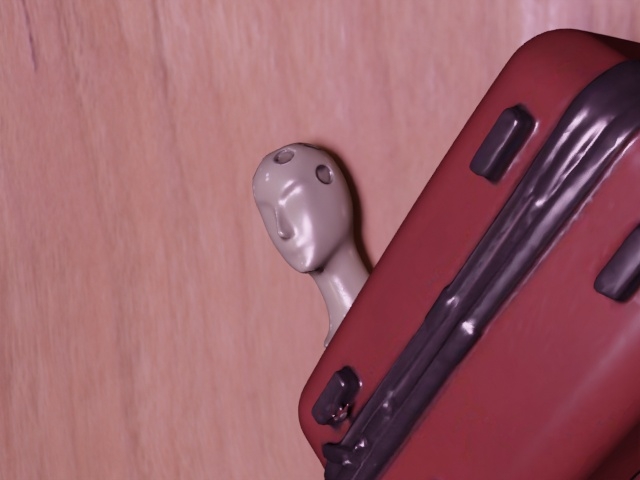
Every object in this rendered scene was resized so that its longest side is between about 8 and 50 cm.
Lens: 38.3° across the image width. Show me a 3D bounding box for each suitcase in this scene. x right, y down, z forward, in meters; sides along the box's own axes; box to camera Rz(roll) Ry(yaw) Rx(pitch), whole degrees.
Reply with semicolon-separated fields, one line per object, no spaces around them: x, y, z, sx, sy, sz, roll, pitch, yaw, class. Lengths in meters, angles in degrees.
0.145;0.043;0.513;0.161;0.236;0.297;49;125;32;suitcase

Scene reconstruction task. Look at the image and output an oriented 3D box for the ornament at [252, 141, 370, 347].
0.000;0.000;0.706;0.075;0.081;0.156;-25;89;39;ornament
